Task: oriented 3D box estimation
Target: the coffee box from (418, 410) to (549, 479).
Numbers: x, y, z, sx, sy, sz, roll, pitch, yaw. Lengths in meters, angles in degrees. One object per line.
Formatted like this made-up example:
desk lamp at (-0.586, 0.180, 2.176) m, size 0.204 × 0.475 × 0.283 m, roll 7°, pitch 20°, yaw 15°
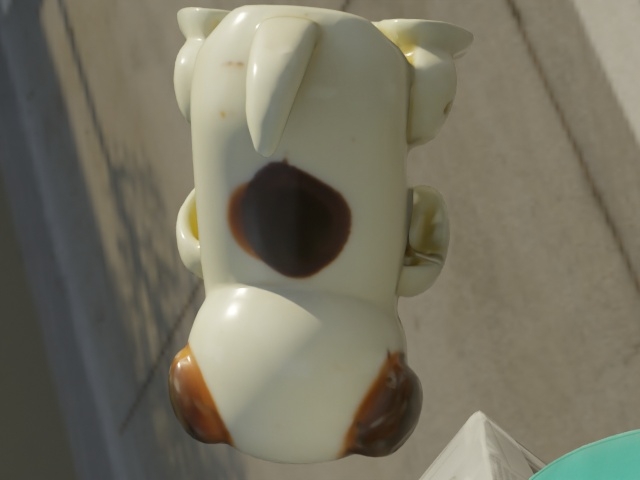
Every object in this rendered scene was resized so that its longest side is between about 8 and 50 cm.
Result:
coffee box at (0.144, 0.377, 1.011) m, size 0.334 × 0.337 × 0.338 m, roll 38°, pitch -176°, yaw 1°

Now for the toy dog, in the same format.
toy dog at (0.000, 0.000, 1.291) m, size 0.395 × 0.285 × 0.407 m, roll -118°, pitch 31°, yaw -82°

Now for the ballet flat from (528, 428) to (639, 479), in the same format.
ballet flat at (0.223, 0.149, 0.583) m, size 0.409 × 0.147 × 0.146 m, roll -23°, pitch 76°, yaw 61°
